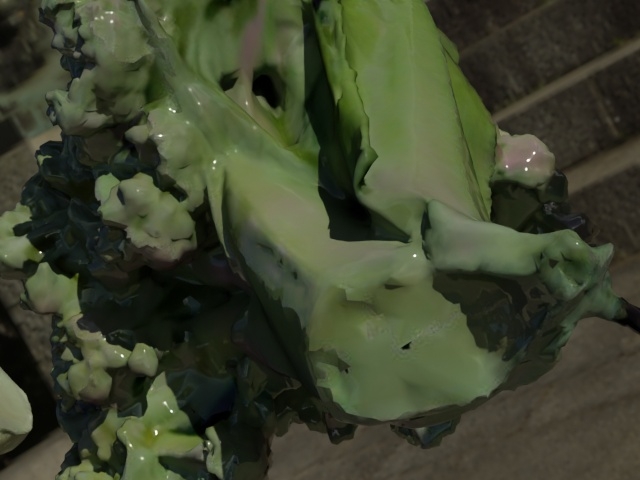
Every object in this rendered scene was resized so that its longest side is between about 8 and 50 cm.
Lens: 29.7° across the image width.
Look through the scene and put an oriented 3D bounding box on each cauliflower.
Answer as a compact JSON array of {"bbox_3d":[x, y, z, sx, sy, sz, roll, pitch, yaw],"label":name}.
[{"bbox_3d":[0.000,0.000,0.424,0.239,0.256,0.315,-23,21,-13],"label":"cauliflower"}]

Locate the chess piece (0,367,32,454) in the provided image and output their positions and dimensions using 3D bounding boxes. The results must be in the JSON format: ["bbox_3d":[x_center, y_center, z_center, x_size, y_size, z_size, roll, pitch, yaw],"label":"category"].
[{"bbox_3d":[-0.332,0.181,0.864,0.243,0.133,0.133,-49,3,5],"label":"chess piece"}]
